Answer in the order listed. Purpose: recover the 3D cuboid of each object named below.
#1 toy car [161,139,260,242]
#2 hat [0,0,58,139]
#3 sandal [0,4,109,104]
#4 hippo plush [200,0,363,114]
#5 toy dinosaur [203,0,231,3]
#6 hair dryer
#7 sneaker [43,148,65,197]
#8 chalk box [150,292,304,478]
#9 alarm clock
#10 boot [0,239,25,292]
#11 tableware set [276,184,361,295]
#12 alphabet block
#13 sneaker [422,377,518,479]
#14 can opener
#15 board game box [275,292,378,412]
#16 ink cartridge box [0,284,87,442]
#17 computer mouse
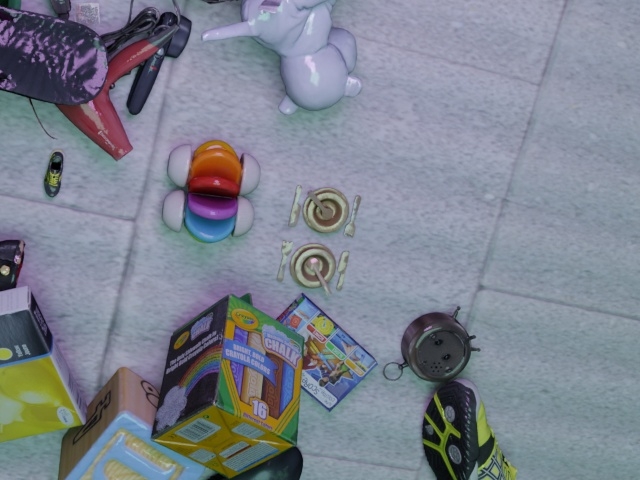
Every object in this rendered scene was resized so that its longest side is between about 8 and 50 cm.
[{"bbox_3d":[-0.184,-0.076,1.662,0.159,0.136,0.182,6,104,-13],"label":"toy car"},{"bbox_3d":[-0.514,-0.305,1.585,0.173,0.183,0.208,10,74,25],"label":"hat"},{"bbox_3d":[-0.510,-0.288,1.387,0.446,0.107,0.167,0,94,-33],"label":"sandal"},{"bbox_3d":[-0.003,-0.336,1.564,0.234,0.294,0.236,-19,121,23],"label":"hippo plush"},{"bbox_3d":[-0.195,-0.467,1.467,0.322,0.164,0.218,-1,93,-7],"label":"toy dinosaur"},{"bbox_3d":[-0.344,-0.272,1.576,0.224,0.080,0.293,6,109,11],"label":"hair dryer"},{"bbox_3d":[-0.454,-0.112,1.651,0.031,0.035,0.083,8,104,-13],"label":"sneaker"},{"bbox_3d":[-0.151,0.227,1.684,0.179,0.289,0.180,35,130,-28],"label":"chalk box"},{"bbox_3d":[0.207,0.217,1.868,0.192,0.064,0.129,-28,109,1],"label":"alarm clock"},{"bbox_3d":[-0.630,-0.006,1.591,0.284,0.138,0.377,11,107,-13],"label":"boot"},{"bbox_3d":[0.000,0.000,1.773,0.128,0.039,0.194,9,104,-14],"label":"tableware set"},{"bbox_3d":[-0.336,0.377,1.731,0.192,0.197,0.193,40,95,-18],"label":"alphabet block"},{"bbox_3d":[0.305,0.440,1.929,0.147,0.145,0.384,-18,112,-28],"label":"sneaker"},{"bbox_3d":[-0.278,-0.295,1.622,0.073,0.059,0.186,25,99,-17],"label":"can opener"},{"bbox_3d":[-0.009,0.213,1.835,0.136,0.035,0.201,-45,109,3],"label":"board game box"},{"bbox_3d":[-0.587,0.231,1.633,0.307,0.072,0.303,-14,133,-3],"label":"ink cartridge box"},{"bbox_3d":[-0.145,0.496,1.869,0.272,0.072,0.188,-39,108,1],"label":"computer mouse"}]
